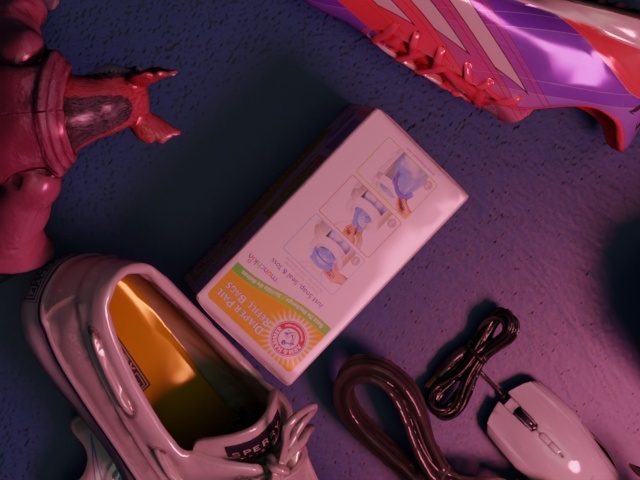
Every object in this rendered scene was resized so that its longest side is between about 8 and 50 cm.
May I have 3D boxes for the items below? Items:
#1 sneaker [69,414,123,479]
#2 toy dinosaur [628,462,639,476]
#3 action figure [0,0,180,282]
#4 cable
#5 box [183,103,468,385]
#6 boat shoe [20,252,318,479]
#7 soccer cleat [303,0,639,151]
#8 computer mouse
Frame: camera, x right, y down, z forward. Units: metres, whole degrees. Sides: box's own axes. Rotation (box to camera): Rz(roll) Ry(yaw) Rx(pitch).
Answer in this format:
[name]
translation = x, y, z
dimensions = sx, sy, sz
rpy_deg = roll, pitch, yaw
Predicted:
[sneaker]
translation = -0.166, 0.224, 1.405
dimensions = 0.083, 0.071, 0.190
rpy_deg = -5, 88, -1
[toy dinosaur]
translation = 0.327, 0.322, 1.454
dimensions = 0.121, 0.160, 0.313
rpy_deg = -41, 90, 15
[action figure]
translation = -0.286, -0.093, 1.252
dimensions = 0.370, 0.276, 0.248
rpy_deg = -9, 86, 8
[cable]
translation = 0.115, 0.207, 1.449
dimensions = 0.287, 0.072, 0.139
rpy_deg = 40, 123, -1
[box]
translation = 0.000, 0.000, 1.375
dimensions = 0.103, 0.114, 0.203
rpy_deg = 44, 87, -11
[boat shoe]
translation = -0.065, 0.151, 1.326
dimensions = 0.136, 0.156, 0.367
rpy_deg = -47, 115, -31
[soccer cleat]
translation = 0.122, -0.156, 1.384
dimensions = 0.318, 0.108, 0.116
rpy_deg = 12, 98, -12
[computer mouse]
translation = 0.180, 0.155, 1.454
dimensions = 0.193, 0.042, 0.106
rpy_deg = 44, 88, -10
